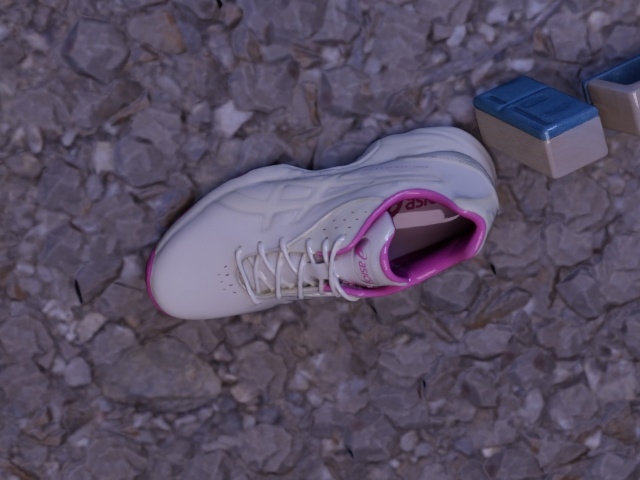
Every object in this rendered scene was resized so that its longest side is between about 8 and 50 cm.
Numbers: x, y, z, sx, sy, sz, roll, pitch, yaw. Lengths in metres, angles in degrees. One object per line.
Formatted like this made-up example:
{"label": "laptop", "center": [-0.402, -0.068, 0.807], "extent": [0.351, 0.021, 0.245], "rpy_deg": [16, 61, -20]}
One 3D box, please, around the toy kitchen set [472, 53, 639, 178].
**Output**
{"label": "toy kitchen set", "center": [0.224, -0.175, 1.483], "extent": [0.207, 0.122, 0.166], "rpy_deg": [-25, 115, -16]}

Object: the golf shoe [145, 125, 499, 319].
{"label": "golf shoe", "center": [0.000, 0.000, 1.509], "extent": [0.306, 0.140, 0.115], "rpy_deg": [-21, 115, 6]}
